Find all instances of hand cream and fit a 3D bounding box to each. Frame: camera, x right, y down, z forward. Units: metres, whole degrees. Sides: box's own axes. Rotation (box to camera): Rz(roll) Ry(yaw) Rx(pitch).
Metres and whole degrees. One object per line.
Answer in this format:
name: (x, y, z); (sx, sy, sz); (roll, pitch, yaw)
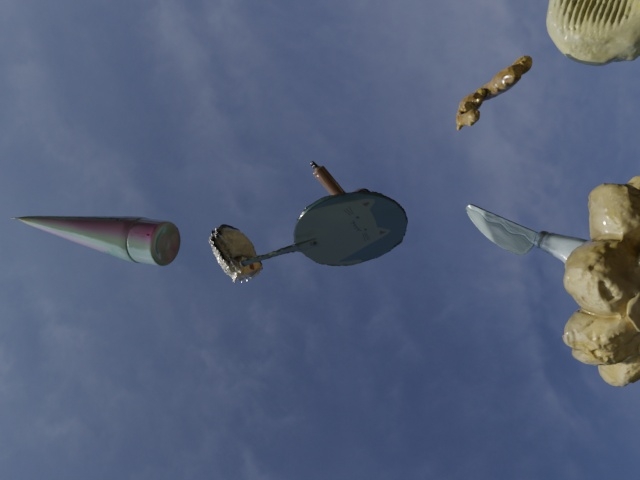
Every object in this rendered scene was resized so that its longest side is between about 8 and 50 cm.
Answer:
hand cream: (-0.232, -0.007, 0.564); (0.076, 0.174, 0.047); (28, -109, -68)

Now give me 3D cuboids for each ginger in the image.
ginger: (0.381, -0.337, 1.225); (0.052, 0.176, 0.193); (47, -107, -16)

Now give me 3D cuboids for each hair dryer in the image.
hair dryer: (0.041, -0.124, 1.291); (0.181, 0.064, 0.117); (50, -126, -2)

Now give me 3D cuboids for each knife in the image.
knife: (0.461, -0.003, 1.201); (0.044, 0.331, 0.080); (-2, -70, -43)

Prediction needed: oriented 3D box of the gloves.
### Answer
gloves: (-0.212, 0.028, 1.276); (0.114, 0.070, 0.153); (-9, -120, -47)

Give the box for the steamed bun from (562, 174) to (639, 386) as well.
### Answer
steamed bun: (0.458, 0.048, 0.733); (0.295, 0.137, 0.292); (-29, -72, -31)

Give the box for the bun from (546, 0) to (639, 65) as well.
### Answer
bun: (0.618, -0.493, 1.143); (0.160, 0.259, 0.259); (7, -96, -54)

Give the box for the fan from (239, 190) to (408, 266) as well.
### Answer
fan: (0.000, 0.000, 0.529); (0.113, 0.175, 0.005); (59, -162, -49)
